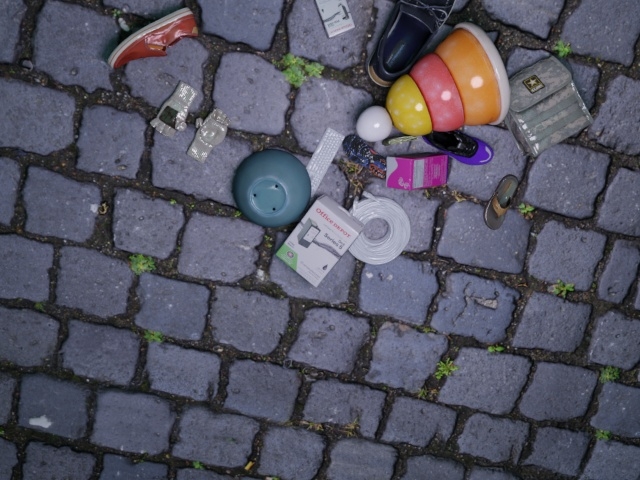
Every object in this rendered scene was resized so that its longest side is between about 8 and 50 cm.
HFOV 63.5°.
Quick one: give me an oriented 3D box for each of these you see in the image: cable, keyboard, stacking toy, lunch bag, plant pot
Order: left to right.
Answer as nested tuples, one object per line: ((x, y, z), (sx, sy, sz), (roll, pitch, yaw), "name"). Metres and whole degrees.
((-0.178, -0.170, 1.835), (0.291, 0.195, 0.289), (0, 105, 0), "plant pot")
((-0.002, -0.288, 1.915), (0.072, 0.014, 0.255), (27, 102, -10), "keyboard")
((0.208, -0.041, 1.956), (0.257, 0.089, 0.256), (21, 104, -9), "cable")
((0.339, -0.463, 1.708), (0.480, 0.350, 0.350), (-25, 105, 1), "stacking toy")
((0.778, -0.480, 1.836), (0.235, 0.169, 0.286), (-30, 97, 8), "lunch bag")

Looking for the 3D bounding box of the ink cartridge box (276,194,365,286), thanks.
((0.000, 0.000, 1.892), (0.198, 0.115, 0.272), (39, 113, 4), "ink cartridge box")

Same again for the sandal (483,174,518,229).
((0.695, -0.144, 1.972), (0.090, 0.060, 0.219), (23, 102, -9), "sandal")

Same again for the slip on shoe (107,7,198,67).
((-0.560, -0.658, 1.732), (0.332, 0.123, 0.101), (-28, 109, -1), "slip on shoe")

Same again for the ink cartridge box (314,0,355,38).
((0.049, -0.772, 1.765), (0.099, 0.056, 0.135), (-23, 105, 2), "ink cartridge box")

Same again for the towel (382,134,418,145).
((0.282, -0.359, 1.844), (0.110, 0.148, 0.027), (-10, 99, -1), "towel")

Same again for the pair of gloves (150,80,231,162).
((-0.455, -0.416, 1.838), (0.240, 0.042, 0.204), (39, 99, -13), "pair of gloves")

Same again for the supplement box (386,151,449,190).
((0.345, -0.249, 1.839), (0.220, 0.111, 0.113), (-12, 109, -40), "supplement box")

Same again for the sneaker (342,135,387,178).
((0.173, -0.301, 1.890), (0.221, 0.087, 0.083), (41, 103, 5), "sneaker")

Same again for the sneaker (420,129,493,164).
((0.499, -0.340, 1.863), (0.294, 0.146, 0.102), (20, 103, -8), "sneaker")

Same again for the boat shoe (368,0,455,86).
((0.330, -0.753, 1.740), (0.187, 0.156, 0.499), (29, 100, -9), "boat shoe")
